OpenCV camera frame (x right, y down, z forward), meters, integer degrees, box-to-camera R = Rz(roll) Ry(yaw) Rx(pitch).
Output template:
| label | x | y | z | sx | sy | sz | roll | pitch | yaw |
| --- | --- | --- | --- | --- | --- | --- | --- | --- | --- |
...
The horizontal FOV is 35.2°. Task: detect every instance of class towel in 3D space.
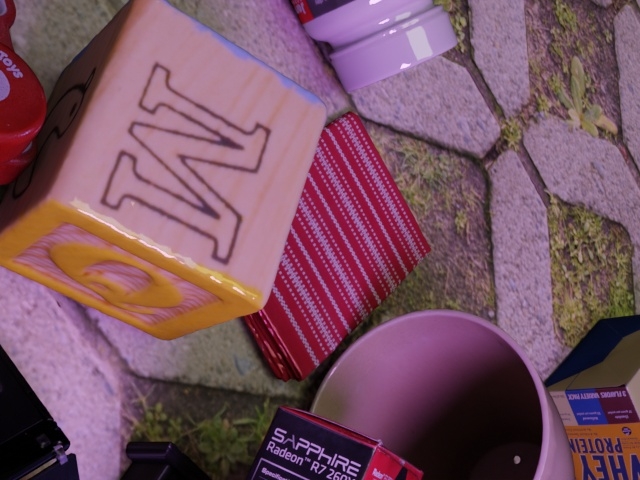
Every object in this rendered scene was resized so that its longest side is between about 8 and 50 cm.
| label | x | y | z | sx | sy | sz | roll | pitch | yaw |
| --- | --- | --- | --- | --- | --- | --- | --- | --- | --- |
| towel | 0.000 | 0.000 | 1.082 | 0.275 | 0.031 | 0.198 | -40 | 106 | -41 |

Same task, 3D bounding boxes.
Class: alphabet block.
| label | x | y | z | sx | sy | sz | roll | pitch | yaw |
| --- | --- | --- | --- | --- | --- | --- | --- | --- | --- |
| alphabet block | -0.138 | -0.051 | 0.848 | 0.193 | 0.192 | 0.197 | 29 | 62 | -23 |

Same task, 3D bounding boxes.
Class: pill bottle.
| label | x | y | z | sx | sy | sz | roll | pitch | yaw |
| --- | --- | --- | --- | --- | --- | --- | --- | --- | --- |
| pill bottle | 0.030 | -0.315 | 1.084 | 0.161 | 0.161 | 0.283 | -33 | 104 | -41 |

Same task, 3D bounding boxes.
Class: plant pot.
| label | x | y | z | sx | sy | sz | roll | pitch | yaw |
| --- | --- | --- | --- | --- | --- | --- | --- | --- | --- |
| plant pot | 0.159 | 0.238 | 1.059 | 0.274 | 0.257 | 0.256 | 39 | 56 | -50 |

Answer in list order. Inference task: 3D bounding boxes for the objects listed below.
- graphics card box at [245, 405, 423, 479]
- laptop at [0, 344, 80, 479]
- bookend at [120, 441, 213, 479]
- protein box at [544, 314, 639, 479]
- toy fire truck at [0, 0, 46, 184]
| label | x | y | z | sx | sy | sz | roll | pitch | yaw |
| --- | --- | --- | --- | --- | --- | --- | --- | --- | --- |
| graphics card box | -0.041 | 0.330 | 0.806 | 0.370 | 0.094 | 0.233 | -67 | 161 | -12 |
| laptop | -0.318 | 0.209 | 0.765 | 0.234 | 0.136 | 0.264 | -30 | 76 | -42 |
| bookend | -0.138 | 0.282 | 0.871 | 0.157 | 0.072 | 0.156 | 50 | 53 | -22 |
| protein box | 0.425 | 0.231 | 1.345 | 0.200 | 0.136 | 0.201 | -36 | 105 | -41 |
| toy fire truck | -0.353 | -0.133 | 0.725 | 0.302 | 0.169 | 0.253 | 4 | 55 | -42 |
